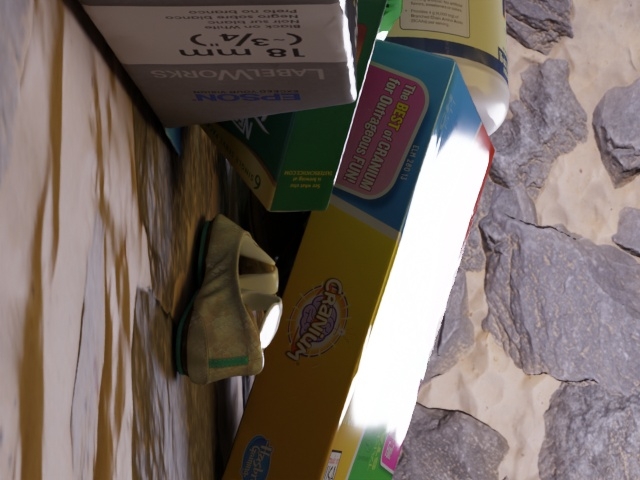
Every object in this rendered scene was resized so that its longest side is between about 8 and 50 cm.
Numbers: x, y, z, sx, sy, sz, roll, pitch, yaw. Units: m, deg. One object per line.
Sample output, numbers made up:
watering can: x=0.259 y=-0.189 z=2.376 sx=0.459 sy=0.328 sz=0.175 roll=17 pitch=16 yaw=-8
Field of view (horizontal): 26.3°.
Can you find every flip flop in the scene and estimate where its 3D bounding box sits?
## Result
flip flop: x=-0.018 y=-0.005 z=1.070 sx=0.080 sy=0.112 sz=0.277 roll=39 pitch=-33 yaw=37

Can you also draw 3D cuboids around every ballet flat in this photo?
ballet flat: x=-0.047 y=0.034 z=0.781 sx=0.168 sy=0.052 sz=0.057 roll=-86 pitch=174 yaw=-63

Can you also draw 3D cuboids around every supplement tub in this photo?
supplement tub: x=0.068 y=-0.265 z=1.381 sx=0.235 sy=0.235 sz=0.325 roll=77 pitch=12 yaw=-76

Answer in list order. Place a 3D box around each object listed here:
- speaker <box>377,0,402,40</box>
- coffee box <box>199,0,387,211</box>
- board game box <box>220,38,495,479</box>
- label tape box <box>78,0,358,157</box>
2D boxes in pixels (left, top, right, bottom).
speaker: x=-0.007 y=-0.192 z=0.943 sx=0.296 sy=0.131 sz=0.131 roll=26 pitch=63 yaw=-87
coffee box: x=-0.014 y=-0.119 z=0.718 sx=0.113 sy=0.040 sz=0.184 roll=51 pitch=-46 yaw=44
board game box: x=0.037 y=0.044 z=0.986 sx=0.242 sy=0.064 sz=0.317 roll=37 pitch=70 yaw=-73
label tape box: x=-0.036 y=-0.187 z=0.578 sx=0.334 sy=0.105 sz=0.241 roll=70 pitch=19 yaw=-80
